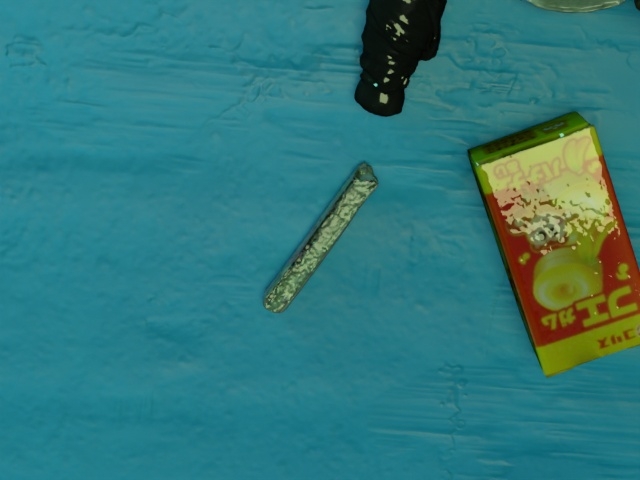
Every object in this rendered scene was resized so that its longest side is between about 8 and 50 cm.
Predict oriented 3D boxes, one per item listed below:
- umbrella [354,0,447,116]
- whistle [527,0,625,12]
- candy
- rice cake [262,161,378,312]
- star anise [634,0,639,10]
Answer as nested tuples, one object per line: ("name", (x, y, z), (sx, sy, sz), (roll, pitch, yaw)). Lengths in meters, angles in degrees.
("umbrella", (0.104, -0.311, 1.672), (0.113, 0.106, 0.358), (15, 113, 4))
("whistle", (0.284, -0.430, 1.582), (0.168, 0.188, 0.405), (-2, 106, -1))
("candy", (0.279, 0.005, 1.758), (0.146, 0.088, 0.276), (-21, 105, 3))
("rice cake", (0.000, -0.001, 1.776), (0.033, 0.033, 0.208), (34, 102, -12))
("star anise", (0.456, -0.276, 1.618), (0.223, 0.109, 0.236), (23, 137, -39))
